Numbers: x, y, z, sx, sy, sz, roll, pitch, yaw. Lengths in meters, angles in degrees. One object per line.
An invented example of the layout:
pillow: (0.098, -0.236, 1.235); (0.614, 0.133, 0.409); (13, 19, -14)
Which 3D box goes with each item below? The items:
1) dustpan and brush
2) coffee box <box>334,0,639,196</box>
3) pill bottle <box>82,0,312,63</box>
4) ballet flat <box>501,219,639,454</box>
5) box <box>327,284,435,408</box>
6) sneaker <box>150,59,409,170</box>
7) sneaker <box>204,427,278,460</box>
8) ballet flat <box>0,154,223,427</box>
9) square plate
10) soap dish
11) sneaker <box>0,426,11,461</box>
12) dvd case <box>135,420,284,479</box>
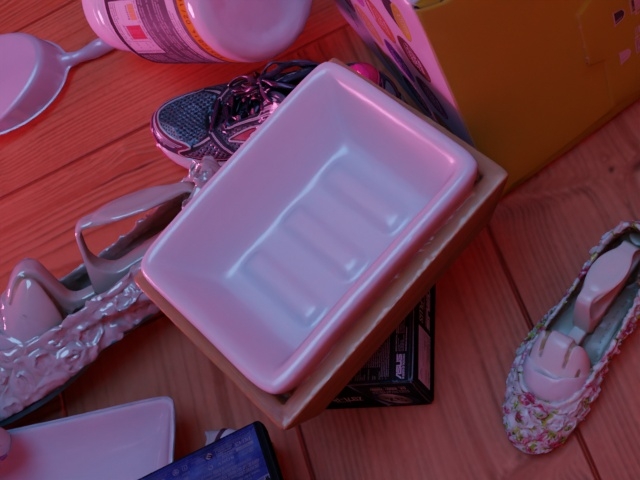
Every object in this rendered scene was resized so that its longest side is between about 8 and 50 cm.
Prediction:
dustpan and brush: (-0.354, -0.223, 1.353); (0.211, 0.060, 0.147); (-25, 61, 18)
coffee box: (0.182, -0.313, 0.999); (0.338, 0.337, 0.334); (-35, 58, 3)
pill bottle: (-0.148, -0.280, 1.186); (0.278, 0.162, 0.162); (11, 70, 50)
ballet flat: (0.232, 0.078, 0.950); (0.091, 0.077, 0.241); (27, 80, 29)
box: (0.033, 0.069, 1.036); (0.147, 0.077, 0.180); (-6, 64, 20)
sneaker: (-0.053, -0.147, 1.153); (0.299, 0.112, 0.120); (-4, 65, 22)
sneaker: (-0.105, 0.272, 1.013); (0.084, 0.069, 0.185); (5, 63, 34)
ballet flat: (-0.244, 0.043, 1.127); (0.409, 0.147, 0.147); (-33, 58, 2)
square plate: (-0.284, 0.352, 1.045); (0.344, 0.049, 0.347); (-14, 61, 19)
soap dish: (0.000, 0.000, 0.966); (0.291, 0.118, 0.229); (-49, 58, -4)
sneaker: (-0.459, 0.167, 1.038); (0.305, 0.114, 0.152); (8, 70, -18)
dvd case: (-0.096, 0.295, 0.915); (0.180, 0.022, 0.253); (-27, 46, 2)
